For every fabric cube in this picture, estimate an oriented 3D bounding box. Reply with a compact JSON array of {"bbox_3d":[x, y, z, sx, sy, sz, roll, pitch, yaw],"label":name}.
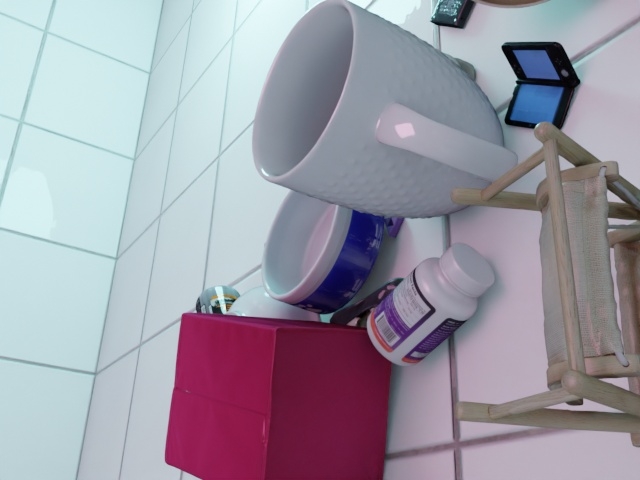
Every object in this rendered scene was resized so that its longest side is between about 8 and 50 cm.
[{"bbox_3d":[-0.066,0.257,1.106,0.258,0.254,0.259,0,82,47],"label":"fabric cube"}]

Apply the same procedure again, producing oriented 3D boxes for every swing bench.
[{"bbox_3d":[0.279,0.056,0.680,0.165,0.254,0.253,139,139,-57],"label":"swing bench"}]

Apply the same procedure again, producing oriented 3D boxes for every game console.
[{"bbox_3d":[0.305,-0.226,0.995,0.071,0.107,0.122,-45,29,-9],"label":"game console"}]

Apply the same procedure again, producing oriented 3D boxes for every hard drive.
[{"bbox_3d":[0.258,-0.458,1.251,0.135,0.022,0.094,-66,29,11],"label":"hard drive"}]

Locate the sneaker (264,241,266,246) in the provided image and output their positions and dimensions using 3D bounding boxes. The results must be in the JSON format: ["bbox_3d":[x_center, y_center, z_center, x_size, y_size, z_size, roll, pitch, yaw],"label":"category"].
[{"bbox_3d":[-0.087,0.056,1.509,0.063,0.073,0.162,-60,34,22],"label":"sneaker"}]

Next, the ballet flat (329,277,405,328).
[{"bbox_3d":[0.083,0.132,1.181,0.203,0.074,0.074,-37,45,43],"label":"ballet flat"}]

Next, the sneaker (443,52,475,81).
[{"bbox_3d":[0.128,-0.309,1.272,0.330,0.146,0.122,10,84,62],"label":"sneaker"}]

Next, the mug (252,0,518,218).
[{"bbox_3d":[0.124,-0.156,1.001,0.374,0.328,0.276,35,106,59],"label":"mug"}]

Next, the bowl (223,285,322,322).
[{"bbox_3d":[-0.131,0.218,1.390,0.298,0.134,0.298,-19,66,51],"label":"bowl"}]

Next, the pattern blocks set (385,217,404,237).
[{"bbox_3d":[0.080,-0.096,1.355,0.285,0.026,0.325,-57,32,25],"label":"pattern blocks set"}]

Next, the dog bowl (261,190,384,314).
[{"bbox_3d":[0.000,0.000,1.279,0.265,0.104,0.265,-43,35,40],"label":"dog bowl"}]

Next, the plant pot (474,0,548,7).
[{"bbox_3d":[0.297,-0.499,1.000,0.284,0.284,0.191,-52,-1,32],"label":"plant pot"}]

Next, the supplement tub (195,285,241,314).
[{"bbox_3d":[-0.229,0.206,1.629,0.117,0.117,0.190,-58,33,24],"label":"supplement tub"}]

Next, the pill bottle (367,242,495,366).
[{"bbox_3d":[0.164,0.094,1.019,0.193,0.108,0.108,-50,36,34],"label":"pill bottle"}]
